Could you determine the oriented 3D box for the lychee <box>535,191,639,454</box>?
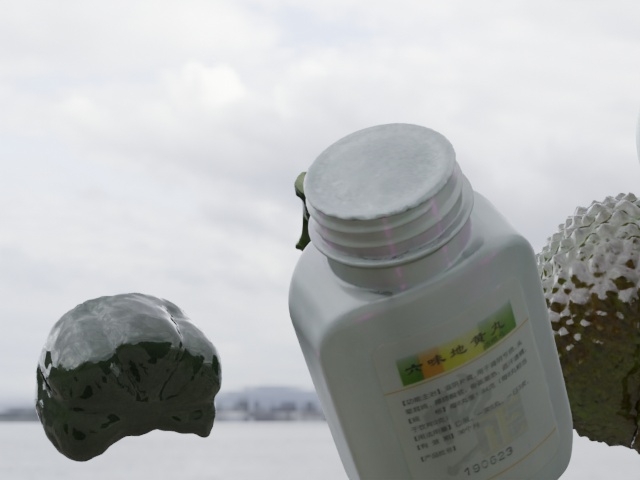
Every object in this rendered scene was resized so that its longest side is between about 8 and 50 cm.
[{"bbox_3d":[0.339,0.098,1.826,0.270,0.320,0.270,13,-36,10],"label":"lychee"}]

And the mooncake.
[{"bbox_3d":[-0.177,0.136,1.587,0.104,0.175,0.168,47,-9,51],"label":"mooncake"}]

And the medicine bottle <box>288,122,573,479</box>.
[{"bbox_3d":[0.079,0.071,1.273,0.179,0.324,0.124,-25,39,-8],"label":"medicine bottle"}]

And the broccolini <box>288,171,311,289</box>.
[{"bbox_3d":[0.003,0.000,1.372,0.067,0.058,0.216,21,-28,18],"label":"broccolini"}]

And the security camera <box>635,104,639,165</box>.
[{"bbox_3d":[0.345,-0.067,1.344,0.194,0.236,0.194,-12,-46,-13],"label":"security camera"}]
